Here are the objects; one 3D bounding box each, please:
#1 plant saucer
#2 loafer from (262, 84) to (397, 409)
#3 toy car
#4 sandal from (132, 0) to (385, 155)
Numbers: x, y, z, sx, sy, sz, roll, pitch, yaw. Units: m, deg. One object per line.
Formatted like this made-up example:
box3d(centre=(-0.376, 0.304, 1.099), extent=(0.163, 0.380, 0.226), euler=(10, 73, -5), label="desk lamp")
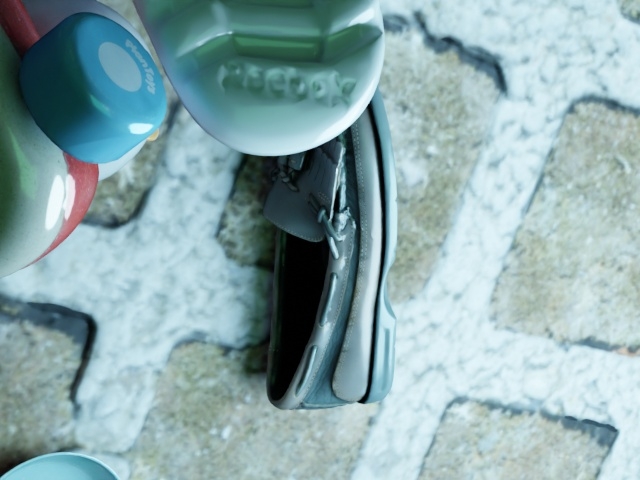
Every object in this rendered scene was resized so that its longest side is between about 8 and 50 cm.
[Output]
box3d(centre=(-0.186, 0.193, 1.178), extent=(0.119, 0.021, 0.119), euler=(-12, 114, -28), label="plant saucer")
box3d(centre=(0.000, 0.000, 1.177), extent=(0.084, 0.096, 0.268), euler=(-14, 118, -20), label="loafer")
box3d(centre=(-0.176, -0.098, 0.995), extent=(0.219, 0.238, 0.210), euler=(-35, 89, 28), label="toy car")
box3d(centre=(-0.081, -0.241, 0.971), extent=(0.169, 0.102, 0.416), euler=(-10, 83, -14), label="sandal")
